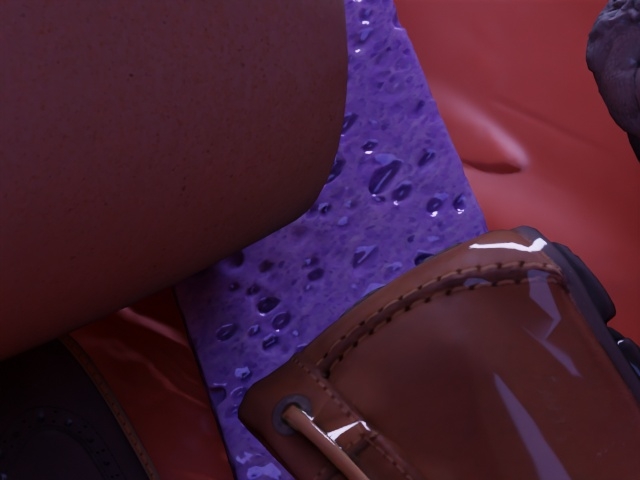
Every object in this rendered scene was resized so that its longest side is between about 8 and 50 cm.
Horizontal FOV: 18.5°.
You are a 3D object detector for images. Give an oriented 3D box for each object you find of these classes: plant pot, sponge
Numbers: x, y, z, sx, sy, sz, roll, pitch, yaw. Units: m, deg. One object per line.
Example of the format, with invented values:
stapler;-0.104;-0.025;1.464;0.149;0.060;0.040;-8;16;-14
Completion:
plant pot;-0.140;-0.057;0.617;0.274;0.256;0.256;-6;59;-24
sponge;0.000;0.000;0.724;0.117;0.031;0.210;-17;62;-6

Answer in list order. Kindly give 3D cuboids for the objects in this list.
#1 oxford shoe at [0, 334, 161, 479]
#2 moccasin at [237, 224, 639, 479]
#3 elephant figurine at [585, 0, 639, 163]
oxford shoe;-0.083;0.131;0.617;0.097;0.098;0.271;-14;61;-4
moccasin;0.102;0.173;0.558;0.147;0.139;0.380;-32;73;-5
elephant figurine;0.177;0.025;0.642;0.169;0.186;0.239;-15;86;33
